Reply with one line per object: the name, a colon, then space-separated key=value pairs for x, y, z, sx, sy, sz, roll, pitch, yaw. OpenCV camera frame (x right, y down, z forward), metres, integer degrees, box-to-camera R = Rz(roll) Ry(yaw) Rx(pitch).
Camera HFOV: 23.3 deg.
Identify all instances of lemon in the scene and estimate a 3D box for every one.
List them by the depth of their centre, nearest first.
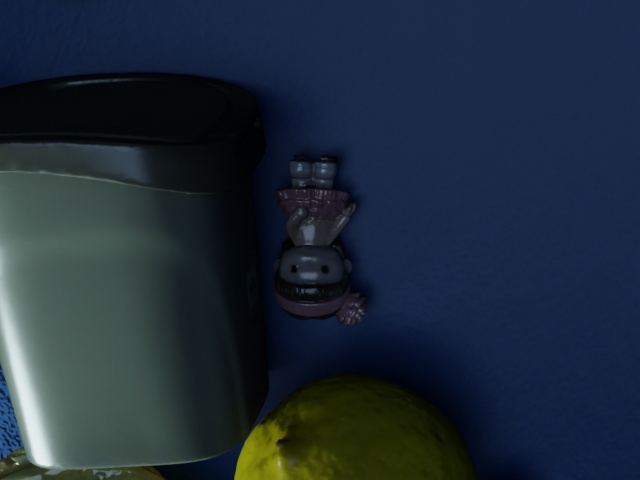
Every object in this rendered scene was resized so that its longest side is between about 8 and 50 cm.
lemon: x=0.030 y=0.189 z=1.135 sx=0.178 sy=0.203 sz=0.178 roll=-18 pitch=55 yaw=28

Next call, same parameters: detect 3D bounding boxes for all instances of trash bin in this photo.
trash bin: x=-0.145 y=0.018 z=1.125 sx=0.219 sy=0.220 sz=0.250 roll=-4 pitch=107 yaw=12

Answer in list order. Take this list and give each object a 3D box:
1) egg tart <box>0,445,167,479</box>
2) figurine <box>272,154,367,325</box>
egg tart: x=-0.179 y=0.289 z=1.222 sx=0.288 sy=0.118 sz=0.288 roll=2 pitch=102 yaw=11
figurine: x=0.000 y=0.000 z=1.175 sx=0.072 sy=0.054 sz=0.129 roll=0 pitch=93 yaw=-5
